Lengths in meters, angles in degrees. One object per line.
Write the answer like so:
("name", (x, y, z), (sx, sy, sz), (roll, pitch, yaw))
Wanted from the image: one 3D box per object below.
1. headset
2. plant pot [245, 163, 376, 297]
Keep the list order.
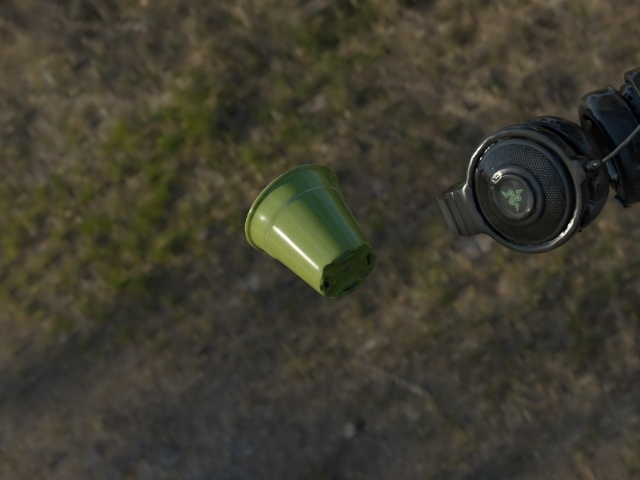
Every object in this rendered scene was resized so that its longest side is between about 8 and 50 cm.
("headset", (0.278, -0.055, 1.821), (0.243, 0.185, 0.394), (-25, 3, -21))
("plant pot", (0.000, 0.000, 1.351), (0.083, 0.083, 0.079), (-37, 56, -6))
